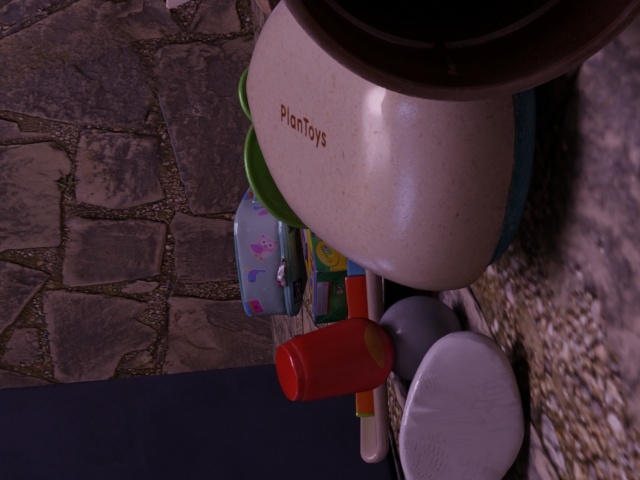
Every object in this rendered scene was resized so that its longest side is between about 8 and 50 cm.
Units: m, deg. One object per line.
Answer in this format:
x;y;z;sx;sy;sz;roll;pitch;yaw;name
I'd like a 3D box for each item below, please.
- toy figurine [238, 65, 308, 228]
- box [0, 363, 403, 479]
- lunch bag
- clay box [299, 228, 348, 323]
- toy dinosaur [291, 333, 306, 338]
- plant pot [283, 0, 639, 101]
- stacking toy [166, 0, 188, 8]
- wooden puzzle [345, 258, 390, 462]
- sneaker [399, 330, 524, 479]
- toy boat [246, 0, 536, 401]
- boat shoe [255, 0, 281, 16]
0.016;-0.107;0.724;0.159;0.130;0.173;-16;100;53;toy figurine
-0.158;0.416;1.042;0.471;0.480;0.297;94;169;-48;box
-0.075;-0.008;1.402;0.279;0.108;0.223;-79;-10;-64;lunch bag
0.000;0.000;1.213;0.127;0.053;0.222;91;170;-48;clay box
0.008;0.227;1.191;0.313;0.121;0.160;110;143;-61;toy dinosaur
0.048;-0.167;0.348;0.165;0.167;0.166;-104;12;-59;plant pot
-0.158;-0.533;1.288;0.130;0.309;0.279;-93;-9;-69;stacking toy
0.047;0.060;0.794;0.221;0.044;0.238;-83;-6;-64;wooden puzzle
0.094;0.151;0.560;0.094;0.080;0.212;-84;-9;-70;sneaker
0.046;-0.027;0.550;0.267;0.148;0.318;-132;39;-51;toy boat
0.017;-0.275;0.573;0.341;0.122;0.110;111;148;-52;boat shoe
